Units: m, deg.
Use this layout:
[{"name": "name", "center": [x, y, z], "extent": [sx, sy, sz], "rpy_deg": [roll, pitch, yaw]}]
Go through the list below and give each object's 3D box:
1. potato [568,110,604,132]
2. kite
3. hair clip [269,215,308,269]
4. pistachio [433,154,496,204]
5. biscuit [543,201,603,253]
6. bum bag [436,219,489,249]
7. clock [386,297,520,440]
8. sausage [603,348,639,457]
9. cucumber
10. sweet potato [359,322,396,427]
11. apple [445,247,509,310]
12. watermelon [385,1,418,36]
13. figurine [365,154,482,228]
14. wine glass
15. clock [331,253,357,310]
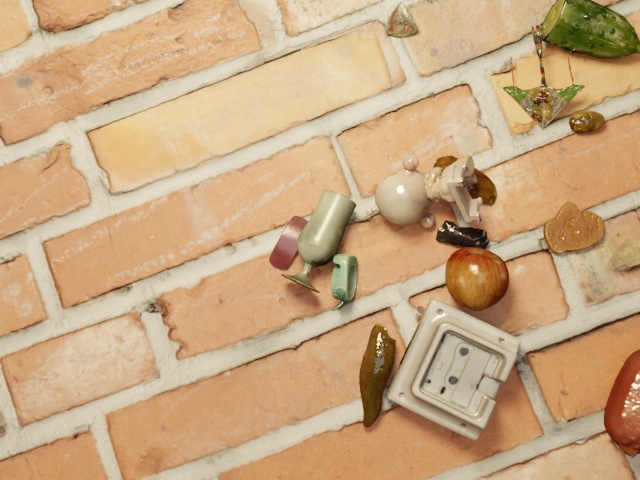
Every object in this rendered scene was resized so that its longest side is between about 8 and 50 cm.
[{"name": "potato", "center": [0.637, -0.285, 1.559], "extent": [0.083, 0.040, 0.051], "rpy_deg": [-7, 90, 3]}, {"name": "kite", "center": [0.529, -0.386, 1.543], "extent": [0.198, 0.006, 0.245], "rpy_deg": [1, 108, 27]}, {"name": "hair clip", "center": [-0.075, 0.005, 1.578], "extent": [0.054, 0.022, 0.137], "rpy_deg": [29, 87, 1]}, {"name": "pistachio", "center": [0.346, -0.140, 1.557], "extent": [0.172, 0.049, 0.090], "rpy_deg": [33, 89, 5]}, {"name": "biscuit", "center": [0.600, -0.033, 1.549], "extent": [0.140, 0.023, 0.118], "rpy_deg": [-9, 85, 3]}, {"name": "bum bag", "center": [0.340, -0.010, 1.554], "extent": [0.124, 0.034, 0.058], "rpy_deg": [13, 100, 4]}, {"name": "clock", "center": [0.307, 0.295, 1.492], "extent": [0.231, 0.116, 0.262], "rpy_deg": [25, 86, 5]}, {"name": "sausage", "center": [0.722, 0.357, 1.456], "extent": [0.148, 0.148, 0.255], "rpy_deg": [19, 85, 4]}, {"name": "cucumber", "center": [0.655, -0.494, 1.538], "extent": [0.244, 0.134, 0.134], "rpy_deg": [24, 87, 1]}, {"name": "sweet potato", "center": [0.129, 0.317, 1.518], "extent": [0.077, 0.077, 0.244], "rpy_deg": [10, 85, 3]}, {"name": "apple", "center": [0.358, 0.089, 1.492], "extent": [0.146, 0.146, 0.131], "rpy_deg": [5, 103, 3]}, {"name": "watermelon", "center": [0.197, -0.544, 1.589], "extent": [0.085, 0.061, 0.085], "rpy_deg": [0, 95, 2]}, {"name": "figurine", "center": [0.235, -0.098, 1.506], "extent": [0.256, 0.182, 0.145], "rpy_deg": [-12, 59, 26]}, {"name": "wine glass", "center": [0.000, 0.000, 1.537], "extent": [0.103, 0.103, 0.231], "rpy_deg": [25, 83, 4]}, {"name": "clock", "center": [0.054, 0.100, 1.527], "extent": [0.041, 0.101, 0.135], "rpy_deg": [5, 89, 18]}]
